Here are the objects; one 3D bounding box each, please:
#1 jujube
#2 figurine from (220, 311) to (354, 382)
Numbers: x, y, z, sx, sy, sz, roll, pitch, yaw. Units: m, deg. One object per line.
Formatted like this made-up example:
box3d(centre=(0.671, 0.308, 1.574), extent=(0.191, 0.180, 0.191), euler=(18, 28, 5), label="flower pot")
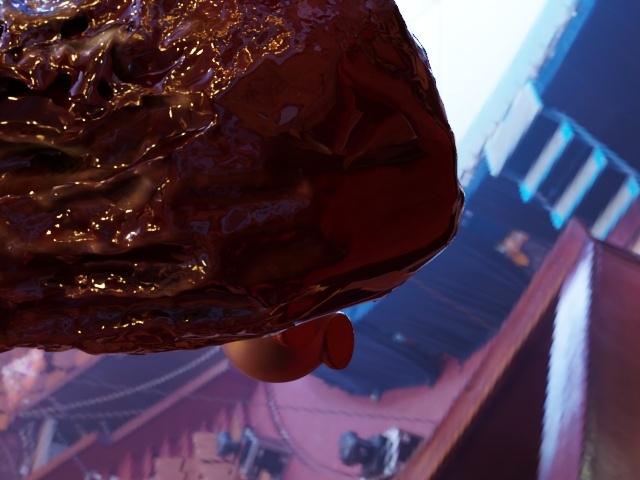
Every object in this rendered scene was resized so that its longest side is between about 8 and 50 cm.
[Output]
box3d(centre=(-0.104, -0.048, 0.639), extent=(0.258, 0.376, 0.259), euler=(0, -90, -84), label="jujube")
box3d(centre=(-0.061, 0.104, 1.407), extent=(0.173, 0.173, 0.173), euler=(-57, 19, 33), label="figurine")
